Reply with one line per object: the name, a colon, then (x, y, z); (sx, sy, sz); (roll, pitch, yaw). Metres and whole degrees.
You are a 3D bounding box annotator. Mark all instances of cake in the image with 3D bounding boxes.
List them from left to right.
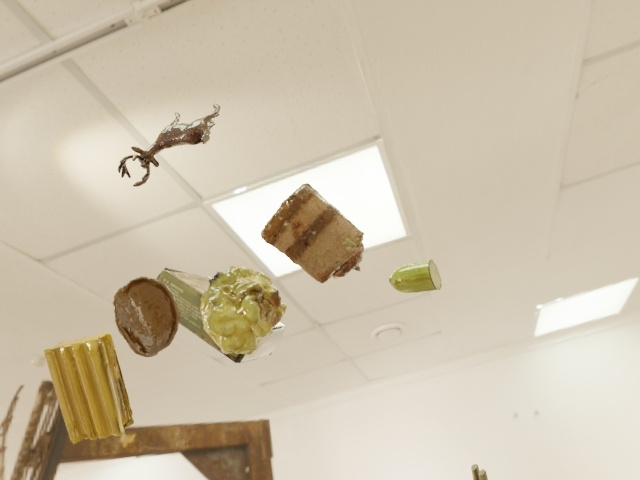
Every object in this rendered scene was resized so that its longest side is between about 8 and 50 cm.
cake: (0.000, 0.000, 1.355); (0.196, 0.293, 0.199); (-48, 3, 4)

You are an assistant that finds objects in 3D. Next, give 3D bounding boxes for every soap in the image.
soap: (-0.733, 0.472, 1.565); (0.204, 0.325, 0.096); (-11, 6, 11)

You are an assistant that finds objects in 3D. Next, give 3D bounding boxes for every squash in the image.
squash: (0.347, 0.144, 1.829); (0.186, 0.123, 0.123); (-13, -30, 24)

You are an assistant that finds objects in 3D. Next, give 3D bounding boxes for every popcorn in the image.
popcorn: (-0.231, 0.205, 1.457); (0.251, 0.287, 0.215); (1, -49, 13)

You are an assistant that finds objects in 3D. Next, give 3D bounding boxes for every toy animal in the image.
toy animal: (-0.386, -0.261, 1.267); (0.243, 0.260, 0.087); (-16, -56, 31)

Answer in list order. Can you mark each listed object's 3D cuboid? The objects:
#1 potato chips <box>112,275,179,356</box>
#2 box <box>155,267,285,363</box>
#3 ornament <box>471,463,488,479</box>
potato chips: (-0.435, 0.185, 1.221); (0.150, 0.049, 0.202); (-33, -64, -29)
box: (-0.369, 0.271, 1.785); (0.138, 0.419, 0.373); (-59, -14, -2)
ornament: (0.446, 0.852, 1.494); (0.230, 0.061, 0.245); (-29, -69, -25)
